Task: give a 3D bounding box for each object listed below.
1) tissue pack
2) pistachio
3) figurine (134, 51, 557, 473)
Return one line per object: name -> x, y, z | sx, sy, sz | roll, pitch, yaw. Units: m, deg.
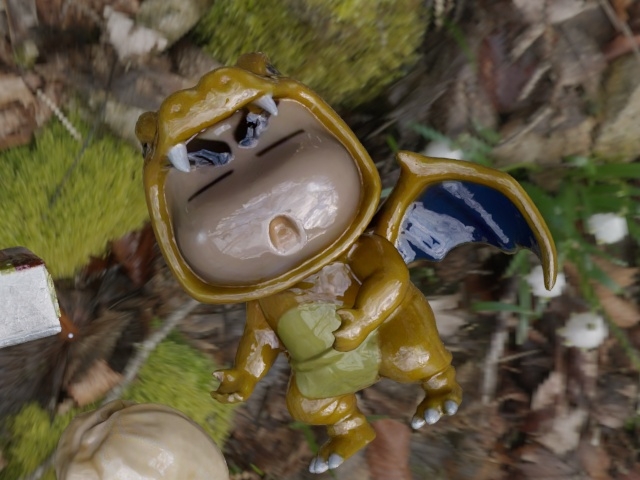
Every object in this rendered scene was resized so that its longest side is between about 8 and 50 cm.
tissue pack -> -0.381, 0.067, 1.902 | 0.106, 0.148, 0.099 | -13, 101, -18
pistachio -> -0.193, 0.257, 1.753 | 0.157, 0.229, 0.157 | -11, 69, 30
figurine -> -0.026, 0.015, 1.527 | 0.268, 0.401, 0.387 | -37, 96, -34
